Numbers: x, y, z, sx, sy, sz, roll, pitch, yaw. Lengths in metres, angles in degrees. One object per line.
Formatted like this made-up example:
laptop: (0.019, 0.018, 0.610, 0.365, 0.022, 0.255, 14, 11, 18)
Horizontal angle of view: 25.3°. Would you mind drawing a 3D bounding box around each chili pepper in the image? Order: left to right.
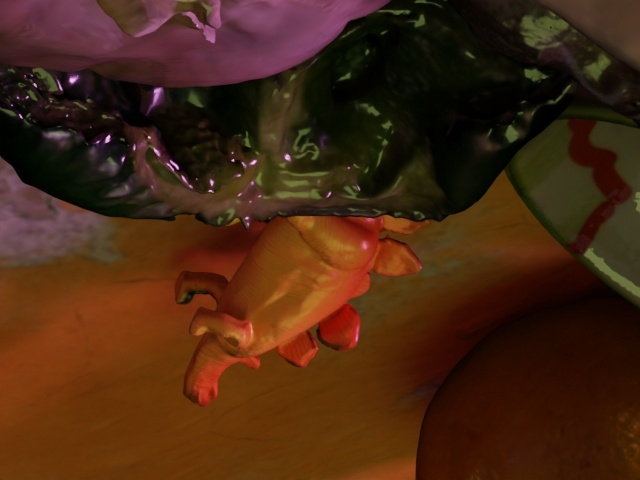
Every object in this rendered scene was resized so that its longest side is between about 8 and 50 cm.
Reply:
chili pepper: (-0.032, -0.079, 0.669, 0.265, 0.116, 0.148, 2, 149, -17)

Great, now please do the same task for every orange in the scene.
orange: (0.203, 0.168, 0.983, 0.279, 0.235, 0.279, -4, 150, -2)

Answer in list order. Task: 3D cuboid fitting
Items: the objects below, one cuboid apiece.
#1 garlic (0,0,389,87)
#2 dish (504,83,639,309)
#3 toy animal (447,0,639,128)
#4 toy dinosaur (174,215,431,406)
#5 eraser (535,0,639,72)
garlic: (-0.052, -0.173, 0.400, 0.317, 0.259, 0.317, -4, 145, -3)
dish: (0.263, -0.019, 0.752, 0.124, 0.324, 0.324, -56, 143, -10)
toy animal: (0.082, -0.112, 0.593, 0.202, 0.105, 0.070, 42, 84, -9)
toy dinosaur: (0.000, 0.000, 0.819, 0.117, 0.070, 0.288, 18, 122, -22)
eraser: (0.233, -0.212, 0.441, 0.213, 0.082, 0.397, 9, 119, -52)
